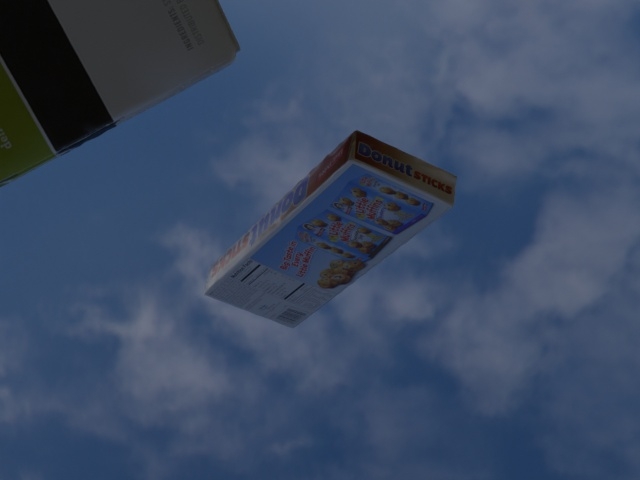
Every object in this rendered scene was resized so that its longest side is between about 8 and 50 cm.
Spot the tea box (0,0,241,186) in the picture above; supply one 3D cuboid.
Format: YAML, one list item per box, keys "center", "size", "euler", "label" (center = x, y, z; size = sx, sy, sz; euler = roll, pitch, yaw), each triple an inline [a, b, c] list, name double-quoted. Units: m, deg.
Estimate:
- center: [-0.264, -0.156, 0.765]
  size: [0.323, 0.220, 0.329]
  euler: [-28, -158, -6]
  label: "tea box"

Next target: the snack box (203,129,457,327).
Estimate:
- center: [0.000, 0.000, 0.698]
  size: [0.064, 0.178, 0.022]
  euler: [23, -125, -20]
  label: "snack box"
